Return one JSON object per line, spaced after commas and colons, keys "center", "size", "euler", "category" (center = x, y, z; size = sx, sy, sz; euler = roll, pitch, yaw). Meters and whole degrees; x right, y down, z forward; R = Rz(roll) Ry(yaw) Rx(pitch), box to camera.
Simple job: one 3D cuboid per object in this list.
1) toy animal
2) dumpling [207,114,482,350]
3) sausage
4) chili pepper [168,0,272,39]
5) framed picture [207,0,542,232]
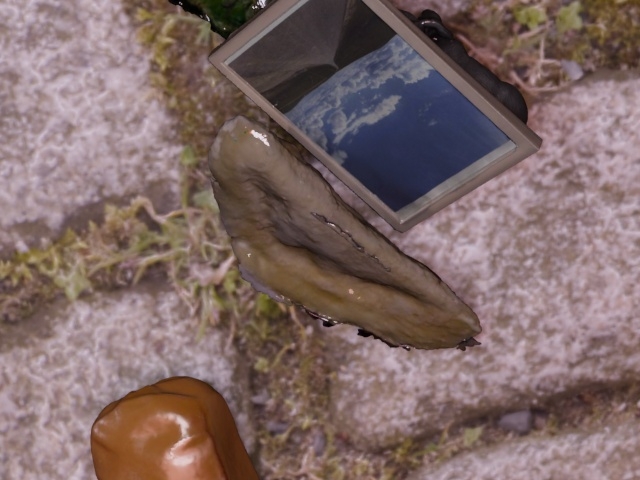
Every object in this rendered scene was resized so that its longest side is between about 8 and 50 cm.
{"center": [0.094, -0.168, 1.604], "size": [0.269, 0.137, 0.082], "euler": [43, 97, -17], "category": "toy animal"}
{"center": [0.003, -0.003, 1.647], "size": [0.332, 0.166, 0.086], "euler": [44, 51, -24], "category": "dumpling"}
{"center": [-0.124, 0.245, 1.660], "size": [0.136, 0.120, 0.241], "euler": [-23, 100, 15], "category": "sausage"}
{"center": [-0.095, -0.305, 1.592], "size": [0.148, 0.116, 0.265], "euler": [-29, 100, -11], "category": "chili pepper"}
{"center": [0.046, -0.128, 1.558], "size": [0.260, 0.023, 0.189], "euler": [41, 134, -18], "category": "framed picture"}
